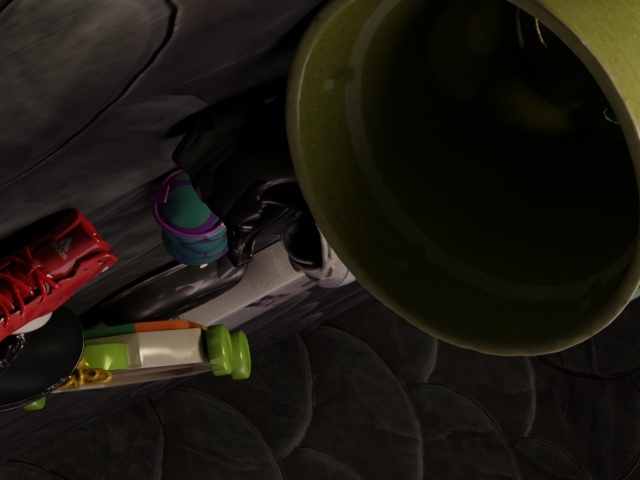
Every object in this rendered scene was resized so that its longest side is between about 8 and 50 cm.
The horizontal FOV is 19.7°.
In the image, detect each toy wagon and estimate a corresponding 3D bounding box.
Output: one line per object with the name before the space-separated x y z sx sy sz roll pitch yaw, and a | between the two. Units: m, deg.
toy wagon | -0.227 0.133 2.022 0.267 0.068 0.344 -9 172 5

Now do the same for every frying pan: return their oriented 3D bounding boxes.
frying pan | -0.109 0.027 2.058 0.326 0.053 0.197 -26 175 19

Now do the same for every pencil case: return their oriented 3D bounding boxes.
pencil case | -0.107 -0.020 1.552 0.064 0.070 0.152 -62 177 -10

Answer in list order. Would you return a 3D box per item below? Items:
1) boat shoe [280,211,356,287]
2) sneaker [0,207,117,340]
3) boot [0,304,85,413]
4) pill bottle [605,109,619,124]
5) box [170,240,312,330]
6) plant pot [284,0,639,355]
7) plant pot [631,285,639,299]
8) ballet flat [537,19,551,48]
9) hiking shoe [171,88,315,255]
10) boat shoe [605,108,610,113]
boat shoe | 0.000 0.000 2.069 0.088 0.096 0.267 -21 172 -16
sneaker | -0.240 0.029 1.406 0.128 0.087 0.221 -40 -179 26
boot | -0.288 0.098 1.610 0.246 0.094 0.207 -17 173 -31
pill bottle | 0.332 -0.090 1.504 0.146 0.146 0.264 -22 167 -43
box | -0.033 0.032 2.384 0.322 0.058 0.232 -27 174 9
plant pot | 0.160 -0.100 1.274 0.276 0.276 0.254 -33 -177 46
plant pot | 0.296 -0.040 2.377 0.252 0.247 0.248 -10 -172 45
ballet flat | 0.188 -0.152 1.526 0.348 0.123 0.123 -28 174 -7
hiking shoe | 0.006 -0.070 1.381 0.227 0.114 0.086 -25 174 -18
boat shoe | 0.278 -0.136 1.669 0.089 0.258 0.109 -11 -156 -18
